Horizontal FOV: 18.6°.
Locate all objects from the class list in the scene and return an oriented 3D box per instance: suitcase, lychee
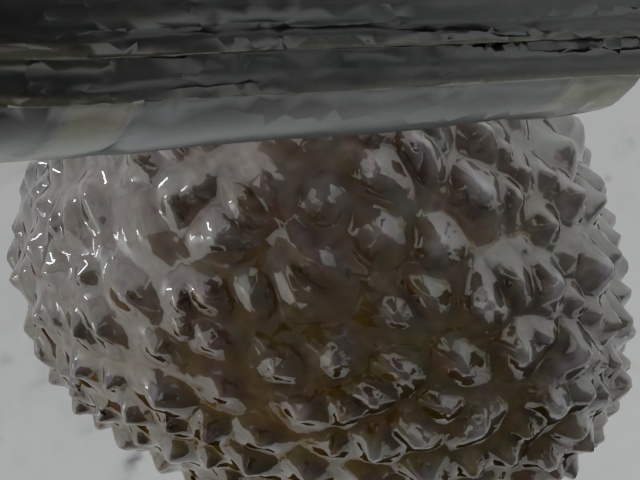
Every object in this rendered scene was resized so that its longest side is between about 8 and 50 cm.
[{"bbox_3d":[-0.051,-0.136,0.665,0.434,0.283,0.194,-8,-71,-39],"label":"suitcase"},{"bbox_3d":[0.000,0.000,1.236,0.380,0.432,0.380,-42,-8,-8],"label":"lychee"}]
